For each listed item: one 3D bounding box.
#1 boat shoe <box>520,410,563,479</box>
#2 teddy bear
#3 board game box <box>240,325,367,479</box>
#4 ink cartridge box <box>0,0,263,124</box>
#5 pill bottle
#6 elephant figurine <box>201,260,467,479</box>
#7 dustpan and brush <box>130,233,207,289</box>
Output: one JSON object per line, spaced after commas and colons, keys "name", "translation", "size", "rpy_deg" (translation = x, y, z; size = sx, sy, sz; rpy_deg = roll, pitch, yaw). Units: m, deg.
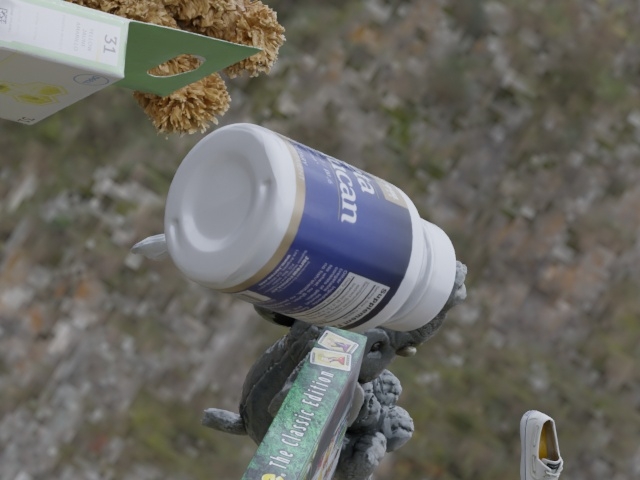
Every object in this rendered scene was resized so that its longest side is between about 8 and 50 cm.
{"name": "boat shoe", "translation": [0.215, 0.213, 1.879], "size": [0.035, 0.100, 0.035], "rpy_deg": [-10, 12, -32]}
{"name": "teddy bear", "translation": [-0.187, -0.255, 1.880], "size": [0.338, 0.245, 0.113], "rpy_deg": [61, -10, -2]}
{"name": "board game box", "translation": [-0.031, 0.157, 0.957], "size": [0.030, 0.136, 0.260], "rpy_deg": [19, 27, 7]}
{"name": "ink cartridge box", "translation": [-0.187, -0.131, 1.513], "size": [0.235, 0.056, 0.171], "rpy_deg": [13, -16, -30]}
{"name": "pill bottle", "translation": [0.000, 0.000, 1.127], "size": [0.169, 0.094, 0.094], "rpy_deg": [21, 6, -45]}
{"name": "elephant figurine", "translation": [0.010, 0.099, 1.768], "size": [0.169, 0.186, 0.239], "rpy_deg": [37, -28, 23]}
{"name": "dustpan and brush", "translation": [-0.079, 0.006, 1.598], "size": [0.211, 0.060, 0.147], "rpy_deg": [-20, -3, 43]}
